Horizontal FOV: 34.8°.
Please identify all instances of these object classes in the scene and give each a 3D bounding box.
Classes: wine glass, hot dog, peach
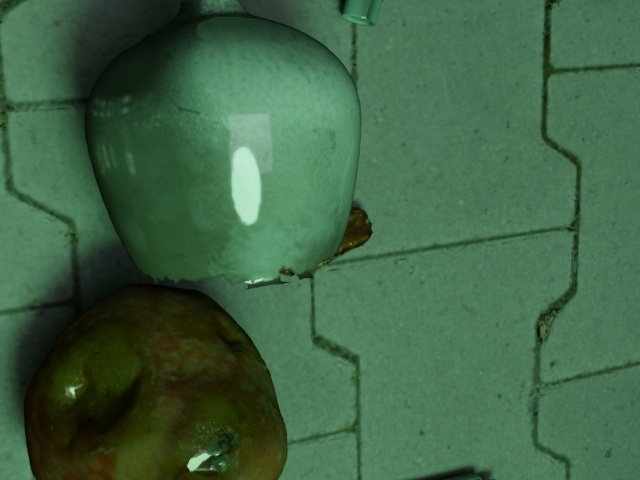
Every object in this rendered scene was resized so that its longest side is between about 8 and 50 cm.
[{"bbox_3d":[-0.077,-0.133,0.825,0.238,0.238,0.323,-11,101,-25],"label":"wine glass"},{"bbox_3d":[0.000,0.000,1.003,0.122,0.037,0.049,-19,98,-28],"label":"hot dog"},{"bbox_3d":[-0.128,0.145,0.857,0.214,0.235,0.214,-7,102,-36],"label":"peach"}]

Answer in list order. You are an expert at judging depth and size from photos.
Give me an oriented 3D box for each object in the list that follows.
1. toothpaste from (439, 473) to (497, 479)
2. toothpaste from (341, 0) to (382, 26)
[{"bbox_3d":[0.112,0.287,1.121,0.197,0.034,0.057,-6,95,-23],"label":"toothpaste"},{"bbox_3d":[0.063,-0.307,0.969,0.056,0.036,0.205,15,90,-27],"label":"toothpaste"}]
